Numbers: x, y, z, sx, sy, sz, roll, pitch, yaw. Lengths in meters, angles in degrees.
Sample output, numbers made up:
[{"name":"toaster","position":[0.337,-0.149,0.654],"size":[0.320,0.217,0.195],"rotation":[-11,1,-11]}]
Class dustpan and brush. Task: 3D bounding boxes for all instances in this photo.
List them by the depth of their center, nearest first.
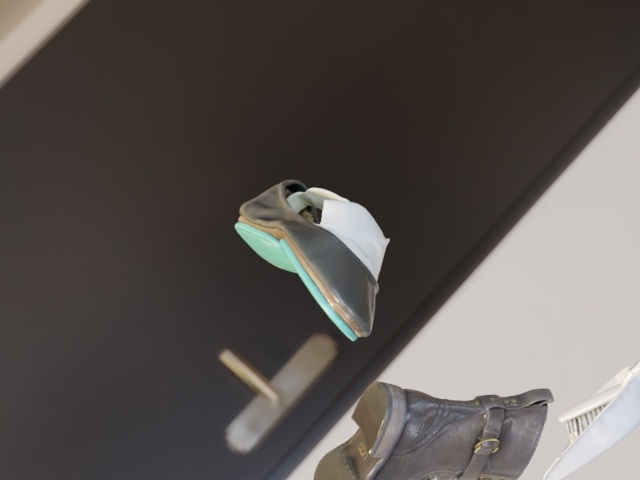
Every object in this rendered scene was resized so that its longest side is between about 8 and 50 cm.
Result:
[{"name":"dustpan and brush","position":[0.308,0.158,1.634],"size":[0.060,0.211,0.147],"rotation":[53,-148,-3]}]

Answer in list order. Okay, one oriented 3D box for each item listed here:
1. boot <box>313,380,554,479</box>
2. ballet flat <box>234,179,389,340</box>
[{"name":"boot","position":[0.129,0.262,1.826],"size":[0.229,0.263,0.091],"rotation":[9,-141,-25]},{"name":"ballet flat","position":[0.000,0.000,1.490],"size":[0.095,0.096,0.280],"rotation":[51,175,-30]}]
